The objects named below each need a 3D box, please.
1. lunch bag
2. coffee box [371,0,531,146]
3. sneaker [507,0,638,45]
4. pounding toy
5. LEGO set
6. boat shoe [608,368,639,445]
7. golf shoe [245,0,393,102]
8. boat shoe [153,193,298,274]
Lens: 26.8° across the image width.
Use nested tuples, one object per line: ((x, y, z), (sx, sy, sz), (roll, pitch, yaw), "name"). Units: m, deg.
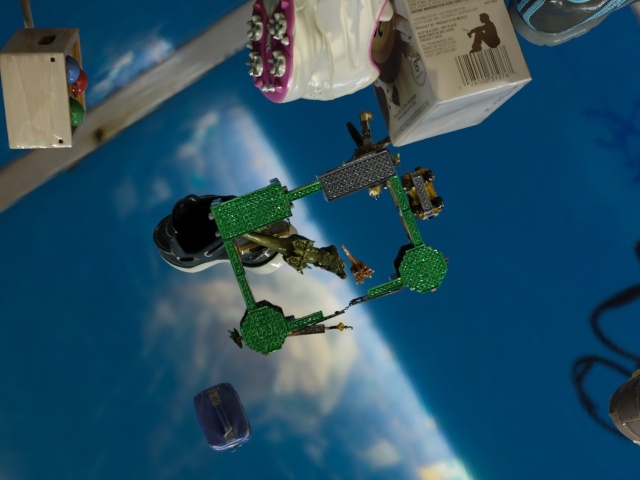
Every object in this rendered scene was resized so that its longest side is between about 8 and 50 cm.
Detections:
((-0.140, 0.258, 1.929), (0.065, 0.067, 0.098), (76, 170, -74), "lunch bag")
((0.104, -0.274, 1.466), (0.119, 0.168, 0.297), (-16, -98, -16), "coffee box")
((0.387, -0.343, 1.589), (0.125, 0.341, 0.139), (58, 178, 7), "sneaker")
((-0.355, -0.247, 1.756), (0.181, 0.094, 0.206), (-91, 0, -67), "pounding toy")
((0.000, 0.000, 1.787), (0.255, 0.331, 0.192), (61, 179, -6), "LEGO set")
((0.404, 0.136, 1.150), (0.324, 0.097, 0.116), (-1, -101, -21), "boat shoe")
((0.011, -0.289, 1.356), (0.140, 0.115, 0.306), (1, -74, -27), "golf shoe")
((-0.177, -0.021, 2.074), (0.113, 0.340, 0.127), (40, -106, -33), "boat shoe")
